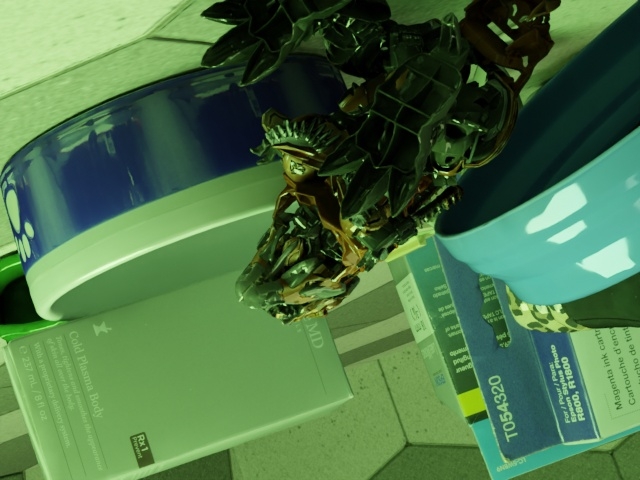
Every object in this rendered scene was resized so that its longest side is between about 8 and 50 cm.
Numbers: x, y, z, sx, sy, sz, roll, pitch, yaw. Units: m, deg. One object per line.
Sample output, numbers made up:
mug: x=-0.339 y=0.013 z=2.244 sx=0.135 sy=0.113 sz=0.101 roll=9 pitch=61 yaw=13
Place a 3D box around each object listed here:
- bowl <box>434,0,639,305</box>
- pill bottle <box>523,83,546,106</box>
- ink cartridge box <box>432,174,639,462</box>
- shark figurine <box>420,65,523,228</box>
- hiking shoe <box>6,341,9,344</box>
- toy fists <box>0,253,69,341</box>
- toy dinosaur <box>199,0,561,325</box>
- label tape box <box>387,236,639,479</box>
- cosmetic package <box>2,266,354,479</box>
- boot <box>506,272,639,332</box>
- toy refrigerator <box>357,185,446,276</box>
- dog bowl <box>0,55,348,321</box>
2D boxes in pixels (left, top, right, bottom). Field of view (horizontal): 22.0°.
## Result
bowl: x=0.241 y=-0.105 z=1.021 sx=0.391 sy=0.077 sz=0.391 roll=-42 pitch=-174 yaw=6
pill bottle: x=0.307 y=-0.119 z=1.435 sx=0.246 sy=0.136 sz=0.136 roll=-27 pitch=169 yaw=39
ink cartridge box: x=0.304 y=0.039 z=1.768 sx=0.330 sy=0.324 sz=0.071 roll=-17 pitch=178 yaw=-20
shark figurine: x=0.148 y=-0.049 z=1.418 sx=0.116 sy=0.166 sz=0.278 roll=-18 pitch=171 yaw=-19
hiking shoe: x=-0.201 y=0.057 z=1.650 sx=0.227 sy=0.086 sz=0.114 roll=-15 pitch=-175 yaw=6
toy fists: x=-0.163 y=0.027 z=1.455 sx=0.279 sy=0.096 sz=0.142 roll=-20 pitch=162 yaw=10
toy dinosaur: x=0.048 y=-0.088 z=0.995 sx=0.164 sy=0.322 sz=0.218 roll=24 pitch=-177 yaw=28
label tape box: x=0.229 y=0.084 z=1.857 sx=0.241 sy=0.333 sz=0.106 roll=-18 pitch=171 yaw=-12
cosmetic package: x=-0.108 y=0.105 z=1.247 sx=0.238 sy=0.127 sz=0.107 roll=-20 pitch=171 yaw=-12
boot: x=0.310 y=-0.076 z=1.252 sx=0.138 sy=0.377 sz=0.284 roll=37 pitch=157 yaw=-27
toy refrigerator: x=0.000 y=0.000 z=1.633 sx=0.102 sy=0.094 sz=0.269 roll=-10 pitch=167 yaw=-46
dog bowl: x=-0.092 y=-0.034 z=1.186 sx=0.265 sy=0.104 sz=0.265 roll=-19 pitch=171 yaw=-3
